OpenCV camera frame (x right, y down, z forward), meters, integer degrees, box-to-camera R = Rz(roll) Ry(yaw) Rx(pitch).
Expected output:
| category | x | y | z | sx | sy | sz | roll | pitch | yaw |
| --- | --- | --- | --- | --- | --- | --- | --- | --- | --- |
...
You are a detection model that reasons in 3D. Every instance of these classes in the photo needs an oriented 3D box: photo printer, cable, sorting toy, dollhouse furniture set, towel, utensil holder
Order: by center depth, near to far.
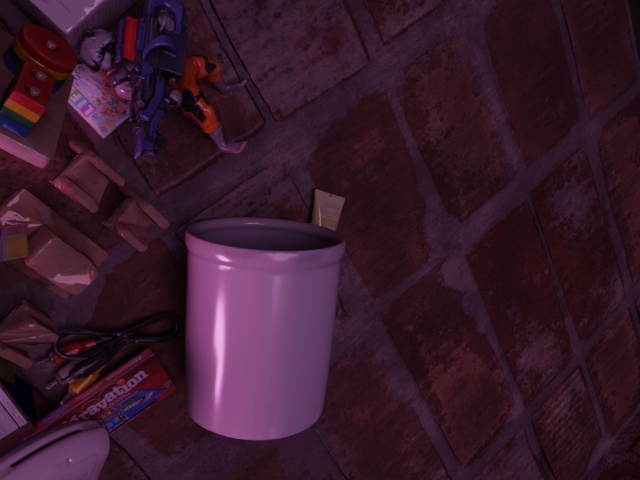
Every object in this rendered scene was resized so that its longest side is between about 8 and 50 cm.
| category | x | y | z | sx | sy | sz | roll | pitch | yaw |
| --- | --- | --- | --- | --- | --- | --- | --- | --- | --- |
| sorting toy | -0.481 | -0.269 | 0.781 | 0.089 | 0.255 | 0.257 | -40 | 131 | 23 |
| towel | -0.492 | 0.005 | 0.834 | 0.083 | 0.009 | 0.060 | -14 | 125 | -41 |
| dollhouse furniture set | -0.555 | -0.051 | 0.945 | 0.362 | 0.256 | 0.394 | -49 | 141 | -12 |
| photo printer | -0.534 | 0.483 | 0.999 | 0.307 | 0.107 | 0.256 | -64 | 162 | 15 |
| cable | -0.440 | 0.210 | 1.139 | 0.287 | 0.072 | 0.139 | -32 | 108 | -34 |
| utensil holder | -0.128 | 0.167 | 1.148 | 0.327 | 0.327 | 0.385 | -1 | 104 | -31 |

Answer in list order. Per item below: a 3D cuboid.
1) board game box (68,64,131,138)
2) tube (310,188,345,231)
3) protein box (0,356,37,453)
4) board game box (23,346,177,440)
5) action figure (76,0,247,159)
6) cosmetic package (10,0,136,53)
| category | x | y | z | sx | sy | sz | roll | pitch | yaw |
| --- | --- | --- | --- | --- | --- | --- | --- | --- | --- |
| board game box | -0.432 | -0.287 | 1.035 | 0.103 | 0.026 | 0.154 | -47 | 120 | -13 |
| tube | 0.000 | 0.000 | 1.344 | 0.070 | 0.062 | 0.240 | 15 | 88 | -76 |
| protein box | -0.630 | 0.300 | 0.944 | 0.201 | 0.200 | 0.136 | -32 | 114 | -21 |
| board game box | -0.451 | 0.352 | 1.136 | 0.281 | 0.027 | 0.145 | -34 | 137 | -20 |
| action figure | -0.292 | -0.264 | 1.005 | 0.330 | 0.178 | 0.341 | 26 | 61 | -39 |
| cosmetic package | -0.419 | -0.442 | 0.921 | 0.151 | 0.151 | 0.184 | 44 | 77 | -18 |
